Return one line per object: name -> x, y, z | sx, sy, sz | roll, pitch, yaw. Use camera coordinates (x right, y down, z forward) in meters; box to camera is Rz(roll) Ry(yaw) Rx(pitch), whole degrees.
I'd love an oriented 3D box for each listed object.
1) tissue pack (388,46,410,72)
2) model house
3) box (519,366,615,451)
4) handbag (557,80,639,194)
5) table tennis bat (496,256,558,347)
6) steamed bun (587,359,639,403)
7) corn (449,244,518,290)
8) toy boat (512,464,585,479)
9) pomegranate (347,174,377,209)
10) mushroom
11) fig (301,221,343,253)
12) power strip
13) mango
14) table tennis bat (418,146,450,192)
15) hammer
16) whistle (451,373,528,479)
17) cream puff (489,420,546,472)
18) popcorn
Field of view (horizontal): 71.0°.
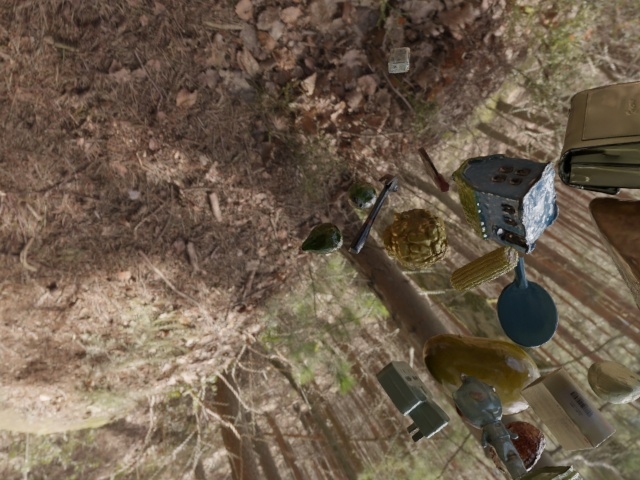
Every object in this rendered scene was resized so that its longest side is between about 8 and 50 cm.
tissue pack -> 0.236, -0.541, 1.346 | 0.062, 0.083, 0.042 | -1, 142, 16
model house -> 0.566, -0.135, 1.419 | 0.215, 0.303, 0.237 | -42, 130, -17
box -> 0.737, 0.511, 1.356 | 0.095, 0.212, 0.168 | -28, 156, -13
handbag -> 0.787, -0.285, 1.208 | 0.358, 0.236, 0.160 | -55, 139, -40
table tennis bat -> 0.750, 0.225, 1.646 | 0.215, 0.329, 0.044 | -6, 168, 4
steamed bun -> 0.796, 0.393, 1.222 | 0.112, 0.130, 0.091 | -10, 114, -31
corn -> 0.509, 0.094, 1.410 | 0.081, 0.081, 0.248 | -1, 157, -30
toy boat -> 0.526, 0.594, 1.058 | 0.276, 0.084, 0.111 | 0, 155, -37
pomegranate -> 0.161, -0.192, 1.772 | 0.122, 0.161, 0.122 | -5, 143, -4
mushroom -> 0.829, 0.012, 1.033 | 0.313, 0.397, 0.224 | -30, 146, 20
fig -> 0.000, 0.000, 1.703 | 0.156, 0.123, 0.123 | -19, 134, -15
power strip -> 0.312, 0.563, 1.571 | 0.141, 0.261, 0.229 | -43, 152, 11
mango -> 0.576, 0.474, 1.627 | 0.445, 0.220, 0.301 | 27, 121, -8
table tennis bat -> 0.455, -0.268, 1.781 | 0.038, 0.310, 0.200 | -28, 115, 13
hammer -> 0.172, -0.087, 1.462 | 0.290, 0.037, 0.137 | -61, 158, -7
whistle -> 0.516, 0.560, 1.374 | 0.142, 0.346, 0.134 | 19, 124, -34
cream puff -> 0.791, 0.839, 1.821 | 0.240, 0.164, 0.240 | -49, 171, -11
popcorn -> 0.340, -0.008, 1.615 | 0.250, 0.250, 0.190 | -9, 120, -24
